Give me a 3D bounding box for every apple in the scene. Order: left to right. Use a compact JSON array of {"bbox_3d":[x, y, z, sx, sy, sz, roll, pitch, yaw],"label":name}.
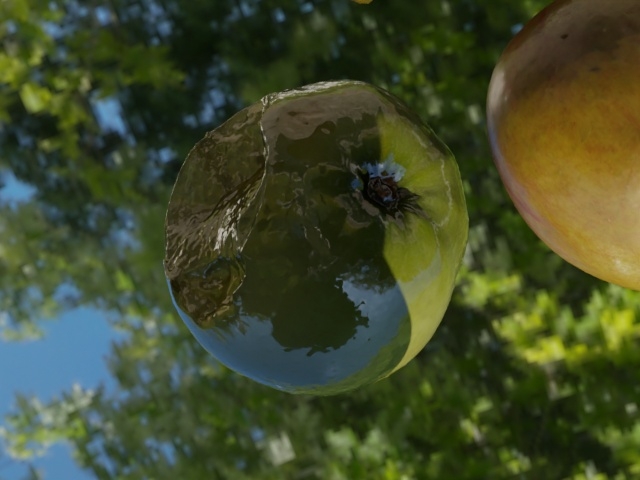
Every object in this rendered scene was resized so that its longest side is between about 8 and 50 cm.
[{"bbox_3d":[0.000,0.000,1.467,0.279,0.279,0.279,-16,-152,9],"label":"apple"},{"bbox_3d":[0.184,-0.056,0.900,0.182,0.182,0.155,-23,-127,-5],"label":"apple"}]

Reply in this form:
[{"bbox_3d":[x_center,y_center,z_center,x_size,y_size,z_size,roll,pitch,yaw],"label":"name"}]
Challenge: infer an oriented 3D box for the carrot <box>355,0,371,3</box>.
[{"bbox_3d":[-0.005,-0.354,1.195,0.241,0.241,0.340,-31,-112,-20],"label":"carrot"}]
